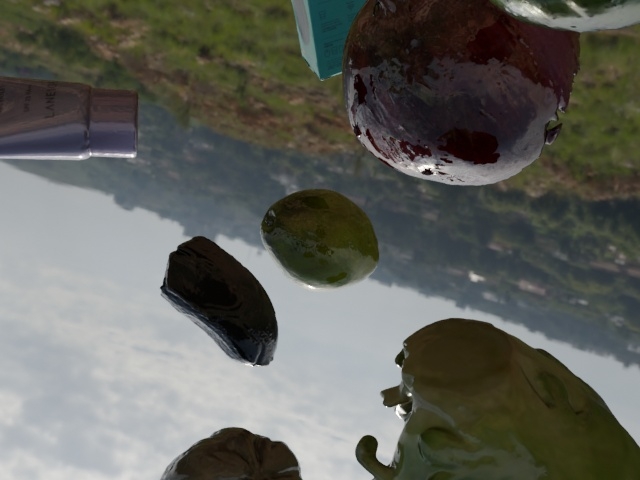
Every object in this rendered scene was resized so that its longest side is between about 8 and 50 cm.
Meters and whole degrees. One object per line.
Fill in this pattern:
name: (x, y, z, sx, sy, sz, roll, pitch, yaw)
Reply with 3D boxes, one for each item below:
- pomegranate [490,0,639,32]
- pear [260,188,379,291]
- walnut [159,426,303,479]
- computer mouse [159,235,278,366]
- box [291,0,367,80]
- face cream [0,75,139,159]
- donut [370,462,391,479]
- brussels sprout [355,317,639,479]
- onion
pomegranate: (0.199, -0.276, 0.644, 0.214, 0.248, 0.214, 18, 150, 11)
pear: (0.000, 0.000, 1.836, 0.269, 0.213, 0.212, 21, 178, -26)
walnut: (-0.123, 0.364, 1.211, 0.224, 0.224, 0.224, 16, 180, 0)
computer mouse: (-0.129, 0.088, 1.250, 0.217, 0.122, 0.073, 44, 129, -15)
box: (0.049, -0.492, 1.714, 0.205, 0.311, 0.118, -23, -137, -12)
face cream: (-0.375, -0.159, 1.151, 0.273, 0.154, 0.096, 1, 146, -12)
donut: (0.201, 0.478, 1.902, 0.101, 0.259, 0.152, 44, -169, 14)
brussels sprout: (0.186, 0.258, 0.911, 0.314, 0.371, 0.276, 2, -144, 13)
onion: (0.146, -0.194, 0.956, 0.276, 0.276, 0.276, 16, 180, 0)
